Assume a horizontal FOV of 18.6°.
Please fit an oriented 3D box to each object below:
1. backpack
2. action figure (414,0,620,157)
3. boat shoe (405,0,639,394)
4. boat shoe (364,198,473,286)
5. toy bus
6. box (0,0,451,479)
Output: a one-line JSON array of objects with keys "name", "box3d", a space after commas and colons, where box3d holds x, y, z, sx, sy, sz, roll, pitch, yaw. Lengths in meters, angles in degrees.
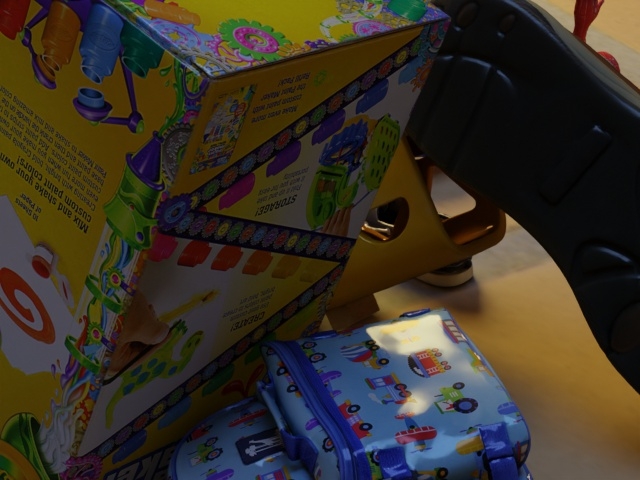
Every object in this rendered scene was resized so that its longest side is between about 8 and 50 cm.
[{"name": "backpack", "box3d": [0.002, 0.118, 0.922, 0.173, 0.117, 0.158, -10, 30, -9]}, {"name": "action figure", "box3d": [0.088, -0.115, 1.316, 0.280, 0.139, 0.091, -14, 33, -25]}, {"name": "boat shoe", "box3d": [0.178, -0.016, 1.053, 0.324, 0.122, 0.120, 50, 18, 13]}, {"name": "boat shoe", "box3d": [0.045, -0.011, 1.223, 0.046, 0.038, 0.125, -23, 36, -34]}, {"name": "toy bus", "box3d": [0.007, -0.003, 1.139, 0.191, 0.104, 0.202, -22, -1, -13]}, {"name": "box", "box3d": [-0.138, -0.057, 0.975, 0.290, 0.279, 0.177, 39, 34, 24]}]
